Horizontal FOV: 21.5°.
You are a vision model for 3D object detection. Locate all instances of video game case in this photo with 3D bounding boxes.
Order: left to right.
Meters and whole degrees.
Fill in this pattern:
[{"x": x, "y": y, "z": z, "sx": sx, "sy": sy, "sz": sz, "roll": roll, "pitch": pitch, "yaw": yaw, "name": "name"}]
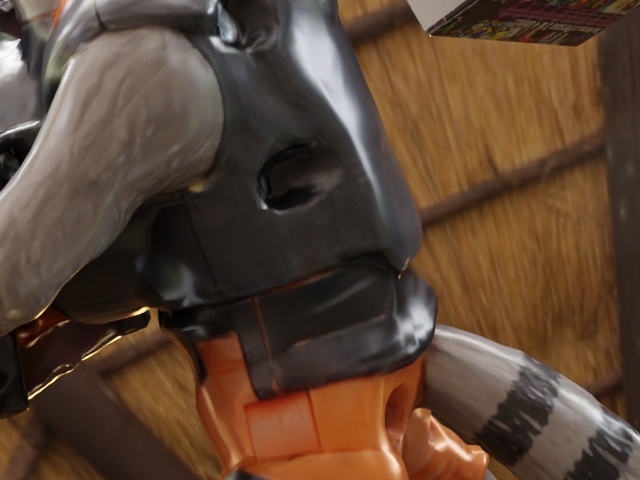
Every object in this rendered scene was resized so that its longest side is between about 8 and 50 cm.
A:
[{"x": 0.181, "y": -0.188, "z": 0.979, "sx": 0.210, "sy": 0.232, "sz": 0.042, "roll": -36, "pitch": -104, "yaw": 28, "name": "video game case"}]

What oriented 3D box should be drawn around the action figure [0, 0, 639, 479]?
[{"x": 0.000, "y": 0.000, "z": 0.546, "sx": 0.178, "sy": 0.330, "sz": 0.341, "roll": -28, "pitch": -168, "yaw": 22, "name": "action figure"}]
